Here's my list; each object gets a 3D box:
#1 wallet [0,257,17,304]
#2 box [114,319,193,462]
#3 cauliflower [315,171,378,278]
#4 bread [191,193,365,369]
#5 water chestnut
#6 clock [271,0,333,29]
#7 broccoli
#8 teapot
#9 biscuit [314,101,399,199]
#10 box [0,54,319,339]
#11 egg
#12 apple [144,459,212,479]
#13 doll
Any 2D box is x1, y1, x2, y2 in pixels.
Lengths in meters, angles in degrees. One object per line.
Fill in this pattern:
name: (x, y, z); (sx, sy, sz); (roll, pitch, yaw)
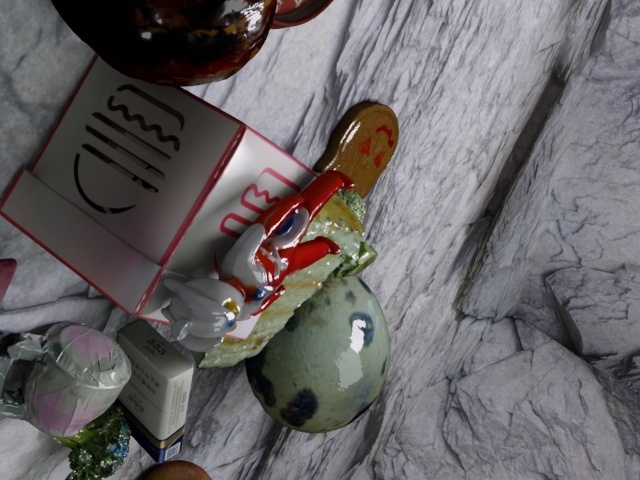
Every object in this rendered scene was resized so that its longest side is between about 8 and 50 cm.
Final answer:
wallet: (-0.539, 0.080, 1.151); (0.232, 0.025, 0.119); (-5, 127, -62)
box: (-0.339, 0.305, 1.644); (0.071, 0.168, 0.259); (-27, 143, -40)
cauliflower: (0.000, 0.000, 1.742); (0.272, 0.250, 0.275); (-54, -170, 11)
bread: (-0.146, 0.021, 1.536); (0.395, 0.264, 0.239); (-48, 159, 18)
water chestnut: (-0.196, -0.325, 1.039); (0.289, 0.289, 0.244); (-68, 170, 24)
clock: (-0.043, -0.492, 1.307); (0.318, 0.080, 0.318); (-38, 145, -34)
broccoli: (-0.456, 0.397, 1.623); (0.160, 0.154, 0.167); (35, 90, -24)
teapot: (-0.452, 0.252, 1.406); (0.178, 0.163, 0.221); (-56, 155, 18)
biscuit: (0.093, -0.197, 1.912); (0.257, 0.049, 0.273); (-56, 152, 4)
box: (-0.222, -0.063, 1.249); (0.300, 0.314, 0.312); (-59, 153, 2)
egg: (-0.003, 0.254, 1.938); (0.345, 0.345, 0.428); (-26, 141, -44)
apple: (-0.346, 0.632, 1.991); (0.188, 0.188, 0.174); (-40, 155, -27)
doll: (-0.080, 0.032, 1.151); (0.384, 0.099, 0.188); (-37, 145, -45)
